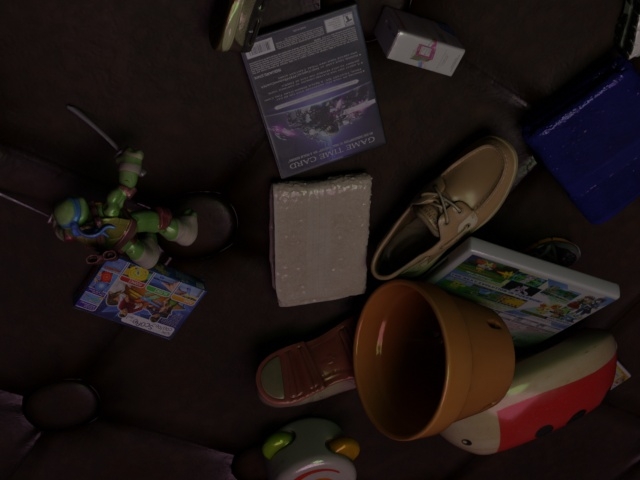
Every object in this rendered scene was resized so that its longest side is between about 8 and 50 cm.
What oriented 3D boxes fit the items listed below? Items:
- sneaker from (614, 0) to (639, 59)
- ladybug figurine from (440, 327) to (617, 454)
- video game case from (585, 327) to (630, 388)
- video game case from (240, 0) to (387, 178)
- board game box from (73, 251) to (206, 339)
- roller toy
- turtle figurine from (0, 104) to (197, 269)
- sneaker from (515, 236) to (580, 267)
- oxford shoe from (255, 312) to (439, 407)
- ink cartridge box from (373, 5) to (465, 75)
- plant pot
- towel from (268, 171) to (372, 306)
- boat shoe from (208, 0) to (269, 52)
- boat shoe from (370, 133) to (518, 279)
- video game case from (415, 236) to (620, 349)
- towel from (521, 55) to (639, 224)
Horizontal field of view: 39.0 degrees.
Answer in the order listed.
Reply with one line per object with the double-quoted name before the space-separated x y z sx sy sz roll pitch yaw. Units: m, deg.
"sneaker" 0.562 -0.401 1.503 0.094 0.081 0.208 -9 141 -11
"ladybug figurine" 0.440 0.319 1.897 0.449 0.162 0.305 -22 175 -10
"video game case" 0.594 0.321 2.121 0.206 0.026 0.227 -38 128 15
"video game case" -0.008 -0.241 1.486 0.196 0.026 0.274 -19 132 -2
"board game box" -0.329 0.098 1.651 0.201 0.035 0.136 25 117 -31
"roller toy" -0.020 0.502 1.996 0.209 0.146 0.191 -8 130 -12
"turtle figurine" -0.343 -0.069 1.471 0.198 0.274 0.266 -58 145 1
"sneaker" 0.427 0.058 1.821 0.215 0.083 0.084 -14 129 -7
"oxford shoe" 0.050 0.242 1.849 0.397 0.140 0.146 -12 162 -14
"ink cartridge box" 0.154 -0.317 1.433 0.122 0.088 0.052 12 126 -24
"plant pot" 0.221 0.221 1.685 0.203 0.291 0.291 4 127 -32
"towel" 0.000 0.000 1.667 0.187 0.049 0.282 -8 128 -13
"boat shoe" -0.098 -0.377 1.321 0.073 0.080 0.223 4 125 -35
"boat shoe" 0.221 -0.047 1.626 0.341 0.121 0.110 -52 162 25
"video game case" 0.353 0.112 1.760 0.329 0.036 0.300 17 148 -17
"towel" 0.525 -0.180 1.664 0.227 0.076 0.308 -37 131 16
